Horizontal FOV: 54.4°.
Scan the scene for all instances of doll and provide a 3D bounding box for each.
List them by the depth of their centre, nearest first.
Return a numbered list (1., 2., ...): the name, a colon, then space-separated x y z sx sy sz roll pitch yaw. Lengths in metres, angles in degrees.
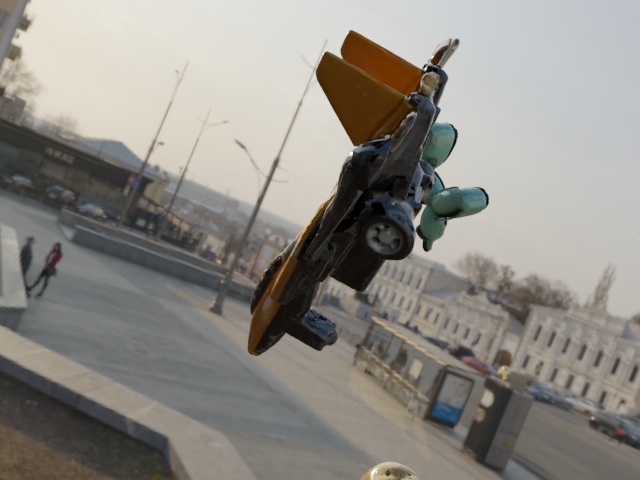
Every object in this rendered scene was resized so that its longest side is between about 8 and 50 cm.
1. doll: 0.117 -0.069 0.768 0.059 0.158 0.159 -8 63 -38

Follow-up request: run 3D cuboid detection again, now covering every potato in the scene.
1. potato: 0.071 0.277 0.678 0.068 0.083 0.062 -7 56 -46

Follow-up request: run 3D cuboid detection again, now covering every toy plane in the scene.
1. toy plane: 0.011 0.006 0.481 0.102 0.316 0.204 25 38 5
